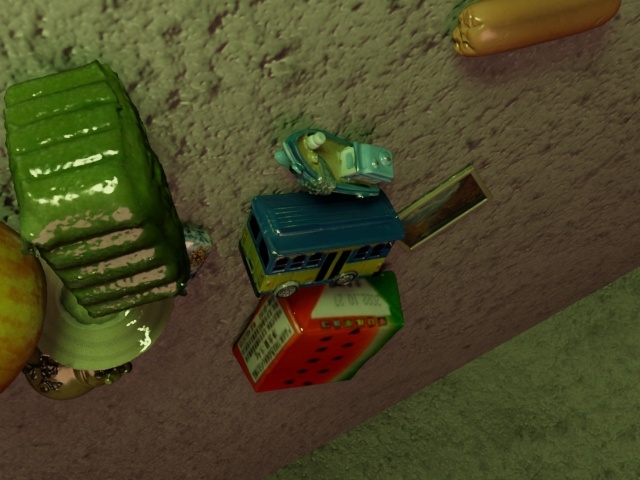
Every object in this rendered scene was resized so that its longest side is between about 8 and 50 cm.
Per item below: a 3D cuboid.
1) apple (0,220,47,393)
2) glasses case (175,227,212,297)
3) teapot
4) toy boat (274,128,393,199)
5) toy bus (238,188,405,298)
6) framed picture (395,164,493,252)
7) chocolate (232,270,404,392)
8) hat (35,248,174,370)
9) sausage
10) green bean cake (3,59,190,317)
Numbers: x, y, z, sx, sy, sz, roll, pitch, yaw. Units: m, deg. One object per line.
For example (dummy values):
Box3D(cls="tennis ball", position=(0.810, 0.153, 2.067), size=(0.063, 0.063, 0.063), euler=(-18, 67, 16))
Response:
Box3D(cls="apple", position=(-0.522, 0.088, 0.727), size=(0.302, 0.301, 0.301), euler=(-18, 148, -12))
Box3D(cls="glasses case", position=(-0.294, 0.067, 1.061), size=(0.087, 0.065, 0.248), euler=(9, 134, -46))
Box3D(cls="teapot", position=(-0.444, 0.206, 1.031), size=(0.183, 0.173, 0.269), euler=(4, 157, 18))
Box3D(cls="toy boat", position=(0.030, -0.133, 0.944), size=(0.238, 0.109, 0.098), euler=(8, 165, -42))
Box3D(cls="toy bus", position=(0.000, 0.000, 1.103), size=(0.288, 0.138, 0.175), euler=(-8, 146, -26))
Box3D(cls="framed picture", position=(0.274, -0.067, 1.316), size=(0.250, 0.016, 0.184), euler=(-35, 148, 14))
Box3D(cls="chocolate", position=(-0.004, 0.237, 1.433), size=(0.341, 0.161, 0.360), euler=(1, 141, -32))
Box3D(cls="hat", position=(-0.388, 0.091, 0.971), size=(0.252, 0.252, 0.110), euler=(-6, -174, -29))
Box3D(cls="sausage", position=(0.340, -0.350, 0.872), size=(0.289, 0.086, 0.086), euler=(-16, 148, -12))
Box3D(cls="green bean cake", position=(-0.272, -0.059, 0.711), size=(0.156, 0.247, 0.250), euler=(-17, 148, -12))
